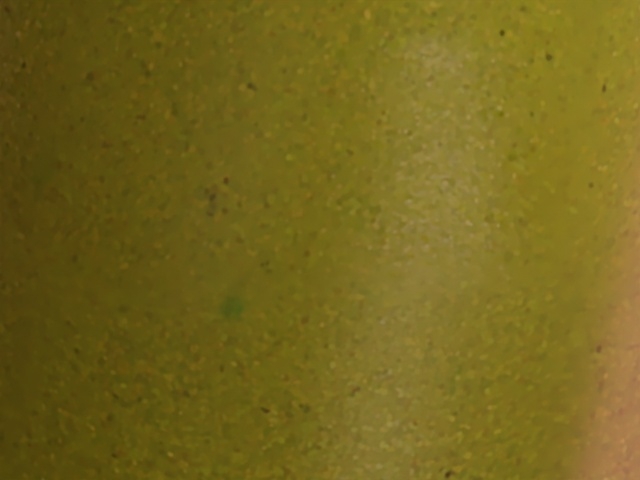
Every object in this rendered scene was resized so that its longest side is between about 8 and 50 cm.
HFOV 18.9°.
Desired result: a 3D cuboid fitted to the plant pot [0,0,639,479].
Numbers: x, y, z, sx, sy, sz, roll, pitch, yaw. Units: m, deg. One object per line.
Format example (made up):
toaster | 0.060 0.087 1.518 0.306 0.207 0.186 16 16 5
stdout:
plant pot | 0.000 0.000 0.523 0.366 0.366 0.353 -52 153 -59
